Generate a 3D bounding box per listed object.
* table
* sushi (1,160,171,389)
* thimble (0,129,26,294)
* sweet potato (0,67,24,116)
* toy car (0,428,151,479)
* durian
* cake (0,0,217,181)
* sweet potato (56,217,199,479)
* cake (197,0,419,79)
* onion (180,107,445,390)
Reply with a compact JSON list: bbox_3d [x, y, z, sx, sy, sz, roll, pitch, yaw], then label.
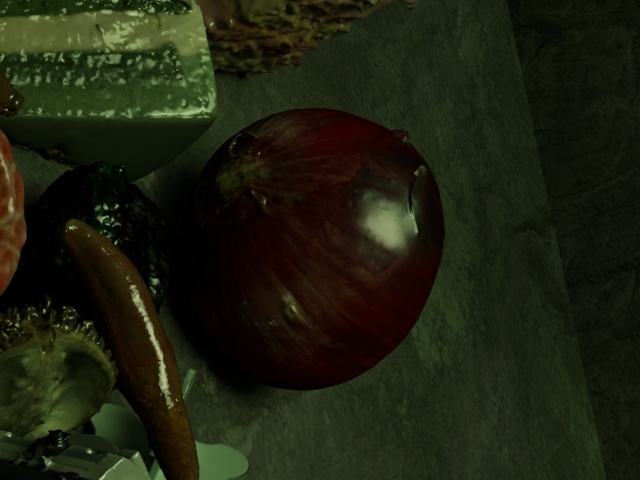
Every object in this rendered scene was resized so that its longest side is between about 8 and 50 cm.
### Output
[{"bbox_3d":[-0.156,0.223,1.038,0.167,0.166,0.198,62,18,-17],"label":"table"},{"bbox_3d":[-0.221,0.029,1.071,0.127,0.124,0.225,51,33,-41],"label":"sushi"},{"bbox_3d":[-0.338,-0.026,0.827,0.239,0.162,0.239,47,32,-41],"label":"thimble"},{"bbox_3d":[-0.370,-0.226,0.964,0.336,0.131,0.131,45,34,-45],"label":"sweet potato"},{"bbox_3d":[-0.169,0.278,0.880,0.118,0.193,0.301,-46,124,-41],"label":"toy car"},{"bbox_3d":[-0.251,0.108,0.913,0.148,0.188,0.091,3,39,-45],"label":"durian"},{"bbox_3d":[-0.235,-0.185,1.161,0.283,0.172,0.158,18,53,-58],"label":"cake"},{"bbox_3d":[-0.153,0.097,0.956,0.078,0.058,0.255,103,-37,-76],"label":"sweet potato"},{"bbox_3d":[-0.077,-0.396,1.483,0.314,0.306,0.293,-16,85,-66],"label":"cake"},{"bbox_3d":[-0.004,-0.007,1.354,0.341,0.341,0.341,45,34,-43],"label":"onion"}]
